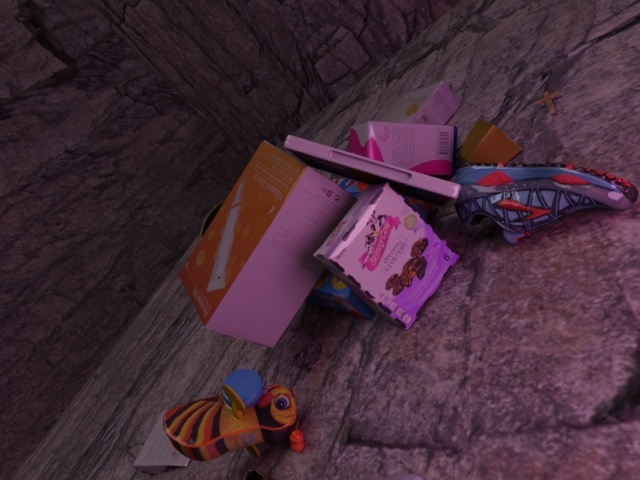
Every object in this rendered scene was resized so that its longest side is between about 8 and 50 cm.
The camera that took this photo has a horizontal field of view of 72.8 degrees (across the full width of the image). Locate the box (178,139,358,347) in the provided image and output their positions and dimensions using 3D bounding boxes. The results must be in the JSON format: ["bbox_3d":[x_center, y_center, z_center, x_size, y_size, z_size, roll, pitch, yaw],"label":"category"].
[{"bbox_3d":[-0.108,0.004,0.885,0.345,0.168,0.215,-57,38,5],"label":"box"}]

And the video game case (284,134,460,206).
[{"bbox_3d":[0.093,-0.118,0.773,0.204,0.285,0.025,-4,-68,-80],"label":"video game case"}]

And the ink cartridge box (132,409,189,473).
[{"bbox_3d":[-0.342,0.478,1.042,0.179,0.045,0.145,-13,34,26],"label":"ink cartridge box"}]

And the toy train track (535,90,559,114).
[{"bbox_3d":[0.472,-0.281,0.893,0.048,0.014,0.083,-23,35,32],"label":"toy train track"}]

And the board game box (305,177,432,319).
[{"bbox_3d":[0.053,-0.003,0.971,0.302,0.086,0.308,5,57,51],"label":"board game box"}]

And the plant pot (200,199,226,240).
[{"bbox_3d":[-0.266,0.031,1.443,0.275,0.275,0.293,-55,7,-22],"label":"plant pot"}]

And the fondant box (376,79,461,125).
[{"bbox_3d":[0.227,-0.311,1.305,0.330,0.096,0.238,-51,21,-9],"label":"fondant box"}]

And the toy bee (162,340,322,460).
[{"bbox_3d":[-0.105,0.293,0.736,0.298,0.195,0.162,-37,44,-6],"label":"toy bee"}]

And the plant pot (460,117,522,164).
[{"bbox_3d":[0.338,-0.185,0.886,0.083,0.081,0.081,-52,18,19],"label":"plant pot"}]

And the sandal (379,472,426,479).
[{"bbox_3d":[0.028,0.364,0.458,0.265,0.076,0.102,-39,-3,-15],"label":"sandal"}]

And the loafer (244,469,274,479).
[{"bbox_3d":[-0.082,0.395,0.648,0.056,0.050,0.148,-53,21,-17],"label":"loafer"}]

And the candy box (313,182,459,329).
[{"bbox_3d":[0.115,0.026,0.743,0.165,0.196,0.070,-52,19,-11],"label":"candy box"}]

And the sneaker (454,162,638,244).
[{"bbox_3d":[0.328,-0.052,0.664,0.262,0.104,0.125,14,101,52],"label":"sneaker"}]

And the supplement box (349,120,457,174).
[{"bbox_3d":[0.185,-0.206,0.991,0.114,0.220,0.111,-157,67,-68],"label":"supplement box"}]
